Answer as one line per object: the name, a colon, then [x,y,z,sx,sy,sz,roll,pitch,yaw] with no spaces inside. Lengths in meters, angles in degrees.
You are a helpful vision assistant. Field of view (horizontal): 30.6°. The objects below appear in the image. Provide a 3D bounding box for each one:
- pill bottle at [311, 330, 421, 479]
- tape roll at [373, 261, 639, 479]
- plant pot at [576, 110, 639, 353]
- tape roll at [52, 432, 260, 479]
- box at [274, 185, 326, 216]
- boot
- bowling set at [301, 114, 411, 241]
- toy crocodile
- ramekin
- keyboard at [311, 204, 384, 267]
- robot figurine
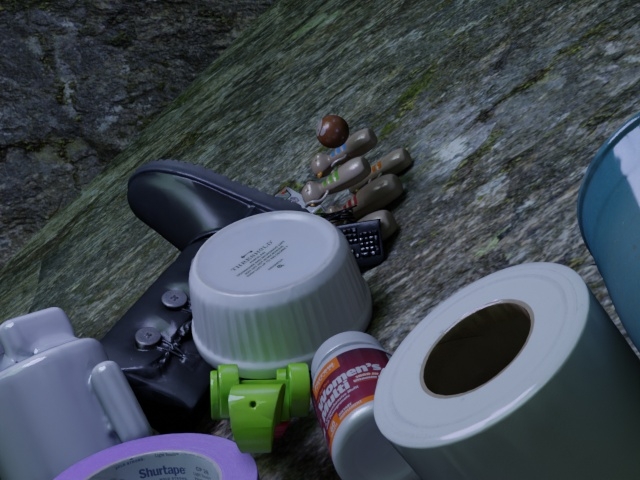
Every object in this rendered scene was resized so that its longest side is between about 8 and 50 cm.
pill bottle: [0.055,0.195,1.372,0.121,0.121,0.221,-38,22,4]
tape roll: [0.196,0.163,1.145,0.246,0.169,0.246,-32,23,15]
plant pot: [0.379,0.042,1.001,0.271,0.271,0.255,-29,39,24]
tape roll: [-0.202,0.336,1.395,0.274,0.090,0.275,-8,18,3]
box: [-0.063,-0.035,2.137,0.114,0.036,0.207,-41,21,-6]
boot: [-0.257,0.081,1.893,0.367,0.146,0.445,14,51,23]
bowling set: [0.029,-0.109,1.934,0.154,0.200,0.287,-29,19,26]
toy crocodile: [-0.080,0.212,1.480,0.115,0.105,0.340,0,-9,-8]
ramekin: [-0.065,0.066,1.679,0.272,0.127,0.273,-9,33,6]
keyboard: [0.000,0.000,1.816,0.192,0.038,0.100,-10,74,13]
robot figurine: [-0.354,0.274,1.622,0.300,0.354,0.199,-30,-8,37]
